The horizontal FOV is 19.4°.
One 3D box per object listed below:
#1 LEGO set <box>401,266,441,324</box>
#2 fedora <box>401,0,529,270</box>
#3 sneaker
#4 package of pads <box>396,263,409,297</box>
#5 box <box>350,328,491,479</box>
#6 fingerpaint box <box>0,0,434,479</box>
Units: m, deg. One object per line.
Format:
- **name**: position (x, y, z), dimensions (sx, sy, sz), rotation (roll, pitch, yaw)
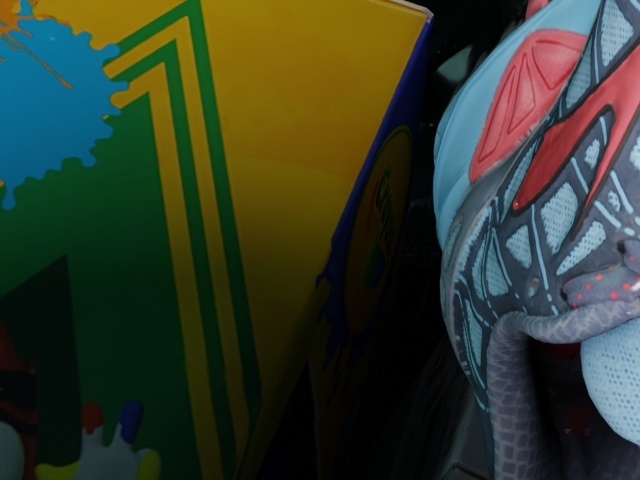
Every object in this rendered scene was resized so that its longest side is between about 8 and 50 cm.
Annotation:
- **LEGO set**: position (0.061, 0.012, 1.095), dimensions (0.083, 0.023, 0.054), rotation (-74, 10, -73)
- **fedora**: position (0.053, -0.146, 0.873), dimensions (0.152, 0.334, 0.334), rotation (-28, -16, -28)
- **sneaker**: position (0.094, -0.017, 0.370), dimensions (0.262, 0.104, 0.125), rotation (112, 164, -60)
- **package of pads**: position (0.000, 0.000, 1.120), dimensions (0.296, 0.101, 0.229), rotation (-65, -9, -49)
- **box**: position (0.041, 0.092, 0.681), dimensions (0.186, 0.038, 0.145), rotation (-61, 4, 41)
- **fingerpaint box**: position (-0.099, 0.150, 0.743), dimensions (0.445, 0.163, 0.371), rotation (94, -163, -61)
